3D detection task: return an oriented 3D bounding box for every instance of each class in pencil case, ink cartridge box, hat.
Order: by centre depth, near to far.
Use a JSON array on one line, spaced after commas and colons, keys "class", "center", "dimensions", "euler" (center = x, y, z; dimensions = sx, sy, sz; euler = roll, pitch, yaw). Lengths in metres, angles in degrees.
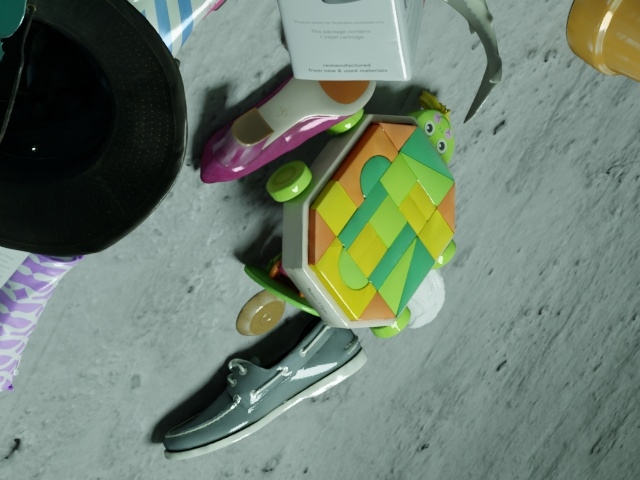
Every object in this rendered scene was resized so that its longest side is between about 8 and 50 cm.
[{"class": "hat", "center": [-0.273, -0.145, 1.468], "dimensions": [0.134, 0.331, 0.331], "euler": [-68, -176, -64]}, {"class": "ink cartridge box", "center": [0.027, -0.339, 1.540], "dimensions": [0.306, 0.131, 0.226], "euler": [76, 21, -47]}, {"class": "pencil case", "center": [-0.342, 0.078, 1.740], "dimensions": [0.088, 0.086, 0.206], "euler": [22, 114, -20]}]

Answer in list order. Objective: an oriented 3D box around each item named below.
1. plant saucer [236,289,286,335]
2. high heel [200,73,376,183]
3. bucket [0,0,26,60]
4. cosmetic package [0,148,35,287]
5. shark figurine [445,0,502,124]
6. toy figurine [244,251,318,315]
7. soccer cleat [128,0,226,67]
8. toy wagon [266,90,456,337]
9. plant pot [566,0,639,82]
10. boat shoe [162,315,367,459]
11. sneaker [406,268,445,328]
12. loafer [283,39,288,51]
[{"class": "plant saucer", "center": [-0.077, 0.101, 2.139], "dimensions": [0.083, 0.015, 0.083], "euler": [-30, 145, -23]}, {"class": "high heel", "center": [-0.039, -0.139, 1.879], "dimensions": [0.244, 0.082, 0.117], "euler": [-37, 177, -37]}, {"class": "bucket", "center": [-0.386, -0.224, 1.223], "dimensions": [0.281, 0.183, 0.281], "euler": [-19, 130, -24]}, {"class": "cosmetic package", "center": [-0.335, -0.046, 1.617], "dimensions": [0.231, 0.085, 0.117], "euler": [-50, 148, 3]}, {"class": "shark figurine", "center": [0.128, -0.287, 1.834], "dimensions": [0.116, 0.278, 0.166], "euler": [-24, -156, 46]}, {"class": "toy figurine", "center": [0.000, 0.000, 2.043], "dimensions": [0.159, 0.130, 0.173], "euler": [-61, 168, 6]}, {"class": "soccer cleat", "center": [-0.164, -0.259, 1.540], "dimensions": [0.143, 0.116, 0.331], "euler": [6, 122, -51]}, {"class": "toy wagon", "center": [0.081, -0.057, 1.979], "dimensions": [0.344, 0.068, 0.267], "euler": [-53, 124, -26]}, {"class": "plant pot", "center": [0.479, -0.291, 2.171], "dimensions": [0.205, 0.188, 0.205], "euler": [-30, 145, -24]}, {"class": "boat shoe", "center": [-0.090, 0.198, 2.189], "dimensions": [0.319, 0.116, 0.099], "euler": [-28, 101, -15]}, {"class": "sneaker", "center": [0.112, 0.039, 2.234], "dimensions": [0.115, 0.090, 0.232], "euler": [-22, 132, -22]}, {"class": "loafer", "center": [0.008, -0.258, 1.821], "dimensions": [0.125, 0.039, 0.045], "euler": [-38, 114, -17]}]
